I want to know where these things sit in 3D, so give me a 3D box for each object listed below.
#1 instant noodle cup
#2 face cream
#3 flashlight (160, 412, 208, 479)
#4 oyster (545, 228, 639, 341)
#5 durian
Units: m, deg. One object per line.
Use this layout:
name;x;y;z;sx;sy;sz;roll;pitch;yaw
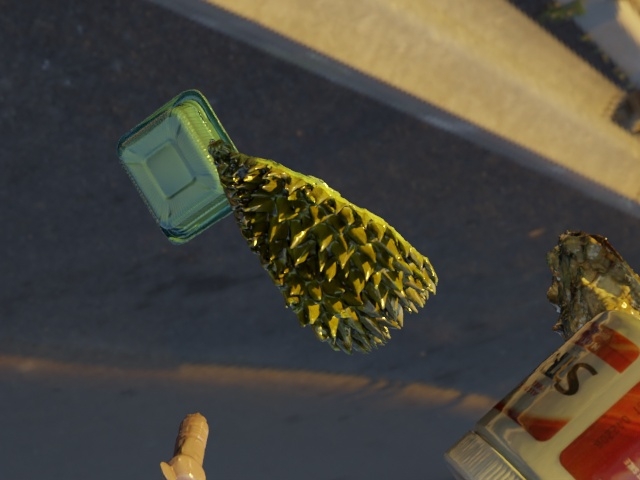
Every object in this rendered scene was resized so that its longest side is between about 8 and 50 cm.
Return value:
instant noodle cup;-0.193;-0.098;1.776;0.157;0.179;0.070;-33;176;16
face cream;0.229;0.183;1.027;0.187;0.201;0.201;-41;165;-5
flashlight;-0.106;0.171;1.023;0.031;0.052;0.110;-37;-163;14
oyster;0.317;0.105;1.425;0.092;0.259;0.198;-28;154;-14
durian;0.008;-0.007;1.562;0.163;0.198;0.394;-39;124;19
